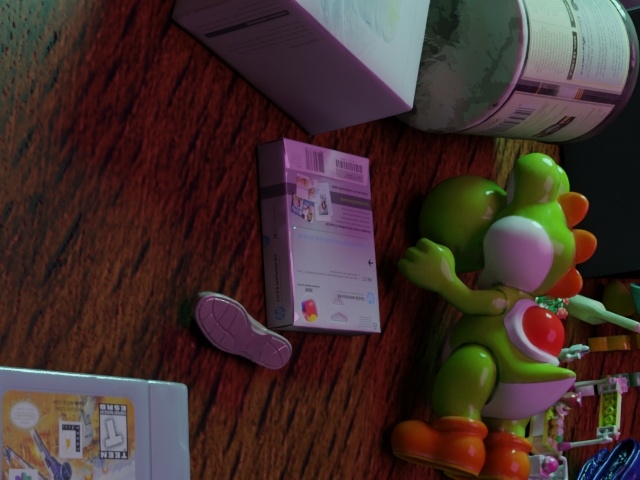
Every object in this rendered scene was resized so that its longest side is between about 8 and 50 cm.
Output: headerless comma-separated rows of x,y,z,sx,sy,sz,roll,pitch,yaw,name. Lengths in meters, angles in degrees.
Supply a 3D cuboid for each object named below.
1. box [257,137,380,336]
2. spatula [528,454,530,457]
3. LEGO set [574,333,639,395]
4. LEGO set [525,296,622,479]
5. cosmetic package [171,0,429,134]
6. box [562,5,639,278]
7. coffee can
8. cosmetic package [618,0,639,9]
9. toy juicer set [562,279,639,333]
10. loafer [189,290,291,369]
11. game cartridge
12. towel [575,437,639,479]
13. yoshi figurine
0.000,0.000,1.519,0.145,0.038,0.186,8,73,-51,box
0.242,0.345,1.769,0.242,0.019,0.168,56,37,-29,spatula
0.426,0.157,1.993,0.227,0.093,0.087,2,80,-52,LEGO set
0.287,0.149,1.792,0.132,0.107,0.287,19,64,-54,LEGO set
-0.005,-0.263,1.501,0.224,0.138,0.224,38,53,-43,cosmetic package
0.479,-0.126,2.069,0.312,0.179,0.343,4,78,-54,box
0.213,-0.216,1.720,0.275,0.201,0.201,0,81,-53,coffee can
0.410,-0.417,2.054,0.107,0.127,0.238,62,26,-57,cosmetic package
0.433,0.071,1.939,0.329,0.209,0.089,5,97,-41,toy juicer set
-0.080,0.082,1.399,0.125,0.039,0.045,37,86,-39,loafer
-0.210,0.201,1.178,0.297,0.062,0.198,12,67,-51,game cartridge
0.367,0.427,1.854,0.227,0.076,0.308,-47,124,-41,towel
0.167,0.077,1.655,0.203,0.203,0.362,17,79,-7,yoshi figurine
